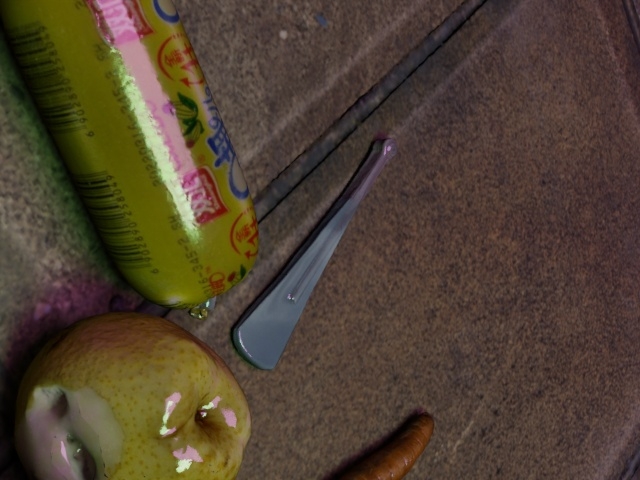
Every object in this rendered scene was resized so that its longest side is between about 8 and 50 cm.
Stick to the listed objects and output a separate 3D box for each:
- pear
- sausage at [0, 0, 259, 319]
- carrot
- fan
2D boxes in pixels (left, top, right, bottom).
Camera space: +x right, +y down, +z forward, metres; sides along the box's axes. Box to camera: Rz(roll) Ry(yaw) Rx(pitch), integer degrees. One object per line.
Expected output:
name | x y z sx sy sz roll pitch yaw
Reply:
pear | -0.135 0.135 0.833 0.178 0.178 0.178 0 90 -46
sausage | -0.141 -0.095 0.856 0.123 0.123 0.347 -39 118 -39
carrot | 0.061 0.226 1.121 0.191 0.047 0.047 -31 112 -42
fan | 0.000 0.000 1.075 0.057 0.023 0.282 46 59 -25
